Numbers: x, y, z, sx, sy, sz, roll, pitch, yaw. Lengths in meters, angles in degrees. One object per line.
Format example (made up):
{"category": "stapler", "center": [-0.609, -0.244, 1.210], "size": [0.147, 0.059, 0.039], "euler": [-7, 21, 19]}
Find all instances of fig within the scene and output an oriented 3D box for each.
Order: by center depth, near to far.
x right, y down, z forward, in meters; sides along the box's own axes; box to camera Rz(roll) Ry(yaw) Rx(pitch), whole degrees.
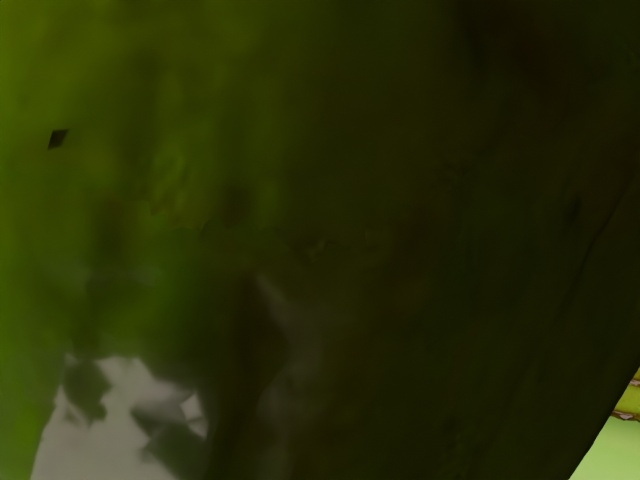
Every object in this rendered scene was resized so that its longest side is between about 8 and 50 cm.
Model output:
{"category": "fig", "center": [-0.048, -0.018, 0.569], "size": [0.343, 0.343, 0.343], "euler": [16, 162, 5]}

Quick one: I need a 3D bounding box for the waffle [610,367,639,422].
{"category": "waffle", "center": [0.151, 0.067, 1.036], "size": [0.148, 0.042, 0.102], "euler": [11, -168, 22]}

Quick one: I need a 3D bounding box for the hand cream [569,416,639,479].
{"category": "hand cream", "center": [0.224, 0.131, 1.077], "size": [0.358, 0.185, 0.118], "euler": [-3, 109, 49]}
